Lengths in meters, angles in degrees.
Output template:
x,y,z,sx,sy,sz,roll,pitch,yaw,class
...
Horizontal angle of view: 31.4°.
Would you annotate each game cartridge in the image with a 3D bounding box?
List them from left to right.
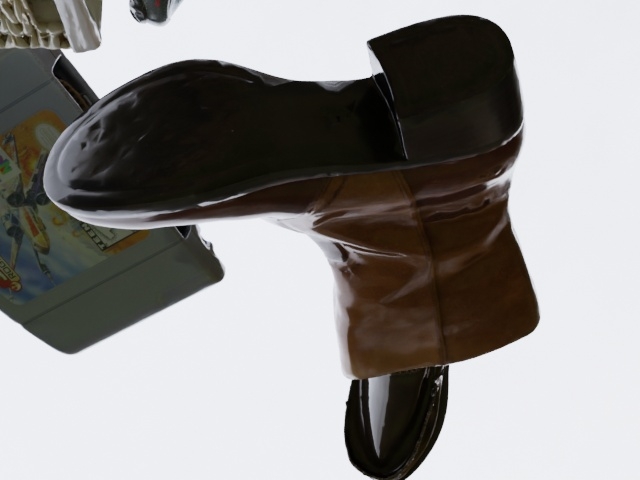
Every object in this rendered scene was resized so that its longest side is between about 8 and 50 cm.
x,y,z,sx,sy,sz,roll,pitch,yaw,class
-0.244,-0.035,0.982,0.198,0.062,0.297,-29,-64,15,game cartridge

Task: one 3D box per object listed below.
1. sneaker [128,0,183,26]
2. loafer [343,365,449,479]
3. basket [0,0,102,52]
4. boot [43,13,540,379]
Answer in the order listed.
x,y,z,sx,sy,sz,roll,pitch,yaw,class
-0.052,-0.267,0.901,0.125,0.104,0.262,33,-101,-4,sneaker
0.057,0.093,0.874,0.078,0.080,0.220,-20,-54,-59,loafer
-0.207,-0.222,0.769,0.103,0.113,0.167,-4,-115,1,basket
0.000,0.000,0.695,0.264,0.280,0.096,-19,-125,-1,boot
